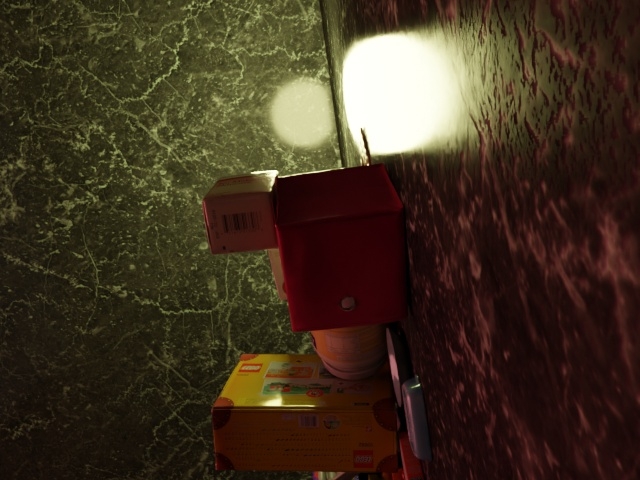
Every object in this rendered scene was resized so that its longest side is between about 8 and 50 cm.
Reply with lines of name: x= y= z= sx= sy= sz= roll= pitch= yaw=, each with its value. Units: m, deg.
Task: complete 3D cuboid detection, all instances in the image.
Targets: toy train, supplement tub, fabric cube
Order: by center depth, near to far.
fabric cube: x=0.044 y=0.010 z=1.196 sx=0.259 sy=0.254 sz=0.258 roll=-96 pitch=-1 yaw=-62
supplement tub: x=0.082 y=0.207 z=1.555 sx=0.241 sy=0.241 sz=0.331 roll=-97 pitch=-1 yaw=-54
toy train: x=0.199 y=0.674 z=1.568 sx=0.105 sy=0.143 sz=0.248 roll=81 pitch=-179 yaw=-62

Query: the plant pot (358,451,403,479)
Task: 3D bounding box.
plant pot: x=0.211 y=0.810 z=1.737 sx=0.188 sy=0.167 sz=0.187 roll=-99 pitch=0 yaw=-65

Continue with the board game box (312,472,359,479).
board game box: x=0.145 y=0.886 z=1.873 sx=0.078 sy=0.347 sz=0.233 roll=-60 pitch=14 yaw=19

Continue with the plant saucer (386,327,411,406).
plant saucer: x=0.198 y=0.311 z=1.367 sx=0.195 sy=0.037 sz=0.195 roll=-8 pitch=-90 yaw=-90

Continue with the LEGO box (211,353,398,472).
LEGO box: x=-0.029 y=0.493 z=1.630 sx=0.372 sy=0.500 sz=0.193 roll=-64 pitch=-28 yaw=-78

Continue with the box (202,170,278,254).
box: x=-0.167 y=-0.070 z=1.250 sx=0.232 sy=0.148 sz=0.127 roll=-94 pitch=-3 yaw=-71

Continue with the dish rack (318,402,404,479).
dish rack: x=0.139 y=0.666 z=1.820 sx=0.072 sy=0.333 sz=0.285 roll=51 pitch=-173 yaw=-11

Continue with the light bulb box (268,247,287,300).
light bulb box: x=0.000 y=0.000 z=2.001 sx=0.361 sy=0.357 sz=0.225 roll=-99 pitch=-2 yaw=-61

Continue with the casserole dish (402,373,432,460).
casserole dish: x=0.207 y=0.387 z=1.196 sx=0.114 sy=0.037 sz=0.188 roll=-88 pitch=-9 yaw=-89

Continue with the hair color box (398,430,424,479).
hair color box: x=0.233 y=0.572 z=1.415 sx=0.141 sy=0.043 sz=0.072 roll=-96 pitch=-2 yaw=-46

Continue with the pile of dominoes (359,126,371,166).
pile of dominoes: x=0.125 y=-0.205 z=1.657 sx=0.196 sy=0.040 sz=0.251 roll=80 pitch=-179 yaw=-53
